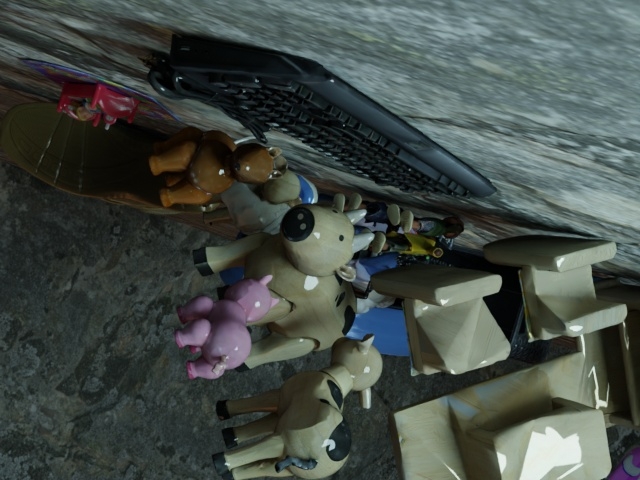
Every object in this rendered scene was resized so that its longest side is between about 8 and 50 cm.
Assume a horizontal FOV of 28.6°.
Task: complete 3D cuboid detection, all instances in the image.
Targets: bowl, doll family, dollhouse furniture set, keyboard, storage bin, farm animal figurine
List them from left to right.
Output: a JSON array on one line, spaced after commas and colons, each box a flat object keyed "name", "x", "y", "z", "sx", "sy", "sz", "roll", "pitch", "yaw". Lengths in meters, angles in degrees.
[{"name": "farm animal figurine", "x": -0.025, "y": 0.050, "z": 1.153, "sx": 0.172, "sy": 0.330, "sz": 0.327, "roll": -14, "pitch": 171, "yaw": 4}, {"name": "keyboard", "x": -0.010, "y": -0.085, "z": 0.930, "sx": 0.201, "sy": 0.033, "sz": 0.317, "roll": 15, "pitch": 175, "yaw": 31}, {"name": "bowl", "x": 0.026, "y": 0.075, "z": 2.110, "sx": 0.391, "sy": 0.077, "sz": 0.391, "roll": 19, "pitch": -167, "yaw": -5}, {"name": "doll family", "x": 0.073, "y": -0.010, "z": 1.368, "sx": 0.111, "sy": 0.076, "sz": 0.193, "roll": 6, "pitch": -169, "yaw": -45}, {"name": "storage bin", "x": 0.220, "y": 0.082, "z": 1.663, "sx": 0.180, "sy": 0.122, "sz": 0.084, "roll": 14, "pitch": 175, "yaw": 45}, {"name": "dollhouse furniture set", "x": 0.234, "y": 0.171, "z": 1.275, "sx": 0.394, "sy": 0.362, "sz": 0.256, "roll": -14, "pitch": -171, "yaw": -24}]

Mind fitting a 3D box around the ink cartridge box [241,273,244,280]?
[{"name": "ink cartridge box", "x": -0.044, "y": 0.074, "z": 1.736, "sx": 0.088, "sy": 0.052, "sz": 0.122, "roll": 30, "pitch": -156, "yaw": 26}]

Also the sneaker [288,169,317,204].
[{"name": "sneaker", "x": -0.082, "y": -0.064, "z": 1.362, "sx": 0.152, "sy": 0.058, "sz": 0.084, "roll": 23, "pitch": -173, "yaw": 16}]

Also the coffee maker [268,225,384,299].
[{"name": "coffee maker", "x": 0.000, "y": 0.000, "z": 1.713, "sx": 0.178, "sy": 0.120, "sz": 0.171, "roll": 18, "pitch": -159, "yaw": -1}]

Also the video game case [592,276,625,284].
[{"name": "video game case", "x": 0.382, "y": 0.071, "z": 1.580, "sx": 0.166, "sy": 0.015, "sz": 0.119, "roll": 20, "pitch": 176, "yaw": -35}]

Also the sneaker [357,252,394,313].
[{"name": "sneaker", "x": 0.116, "y": 0.046, "z": 1.870, "sx": 0.121, "sy": 0.099, "sz": 0.262, "roll": -21, "pitch": -178, "yaw": 17}]

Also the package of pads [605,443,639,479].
[{"name": "package of pads", "x": 0.349, "y": 0.354, "z": 1.313, "sx": 0.101, "sy": 0.296, "sz": 0.229, "roll": 50, "pitch": 158, "yaw": -18}]

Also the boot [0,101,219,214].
[{"name": "boot", "x": -0.250, "y": -0.092, "z": 1.504, "sx": 0.262, "sy": 0.095, "sz": 0.203, "roll": 14, "pitch": 178, "yaw": -11}]

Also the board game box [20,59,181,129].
[{"name": "board game box", "x": -0.211, "y": -0.128, "z": 1.202, "sx": 0.133, "sy": 0.033, "sz": 0.169, "roll": 17, "pitch": 177, "yaw": 10}]

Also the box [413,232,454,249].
[{"name": "box", "x": 0.117, "y": -0.012, "z": 1.532, "sx": 0.083, "sy": 0.018, "sz": 0.067, "roll": 16, "pitch": 176, "yaw": 19}]

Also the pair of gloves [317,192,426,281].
[{"name": "pair of gloves", "x": 0.061, "y": 0.012, "z": 1.540, "sx": 0.159, "sy": 0.023, "sz": 0.198, "roll": 4, "pitch": 144, "yaw": 34}]
